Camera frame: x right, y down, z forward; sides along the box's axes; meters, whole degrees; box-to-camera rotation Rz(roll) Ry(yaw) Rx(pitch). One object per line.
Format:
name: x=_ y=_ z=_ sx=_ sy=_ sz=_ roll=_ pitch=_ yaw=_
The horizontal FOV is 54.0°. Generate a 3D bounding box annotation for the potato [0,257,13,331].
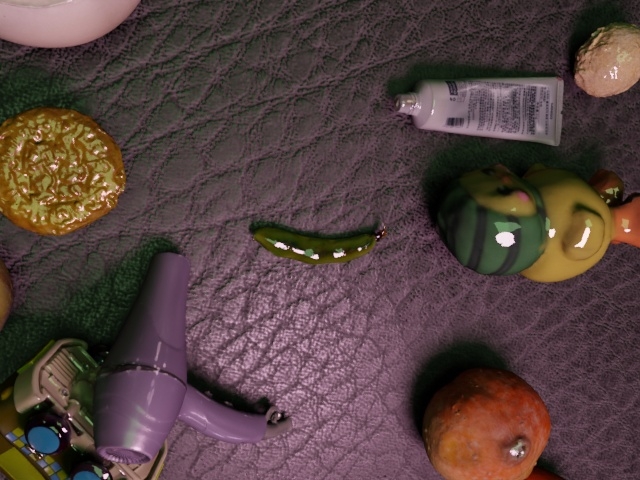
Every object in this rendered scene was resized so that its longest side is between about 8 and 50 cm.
potato: x=-0.539 y=0.104 z=0.843 sx=0.174 sy=0.159 sz=0.251 roll=44 pitch=93 yaw=9

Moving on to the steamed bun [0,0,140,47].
steamed bun: x=-0.369 y=-0.414 z=0.807 sx=0.324 sy=0.206 sz=0.324 roll=-1 pitch=96 yaw=-13

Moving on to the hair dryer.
hair dryer: x=-0.168 y=0.217 z=0.958 sx=0.361 sy=0.121 sz=0.301 roll=42 pitch=40 yaw=-38

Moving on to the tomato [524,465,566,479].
tomato: x=0.367 y=0.523 z=1.113 sx=0.260 sy=0.180 sz=0.260 roll=-3 pitch=98 yaw=-23

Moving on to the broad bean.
broad bean: x=0.001 y=0.005 z=1.036 sx=0.227 sy=0.039 sz=0.069 roll=-4 pitch=103 yaw=-15

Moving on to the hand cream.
hand cream: x=0.281 y=-0.229 z=1.081 sx=0.340 sy=0.078 sz=0.124 roll=-2 pitch=95 yaw=-23

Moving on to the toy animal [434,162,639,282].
toy animal: x=0.357 y=-0.023 z=1.050 sx=0.338 sy=0.216 sz=0.191 roll=-2 pitch=123 yaw=-12

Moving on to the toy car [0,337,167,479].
toy car: x=-0.369 y=0.286 z=0.910 sx=0.198 sy=0.204 sz=0.248 roll=-34 pitch=104 yaw=15

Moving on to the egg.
egg: x=0.511 y=-0.318 z=1.104 sx=0.140 sy=0.118 sz=0.116 roll=-46 pitch=62 yaw=3

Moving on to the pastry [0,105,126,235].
pastry: x=-0.374 y=-0.096 z=0.891 sx=0.188 sy=0.103 sz=0.189 roll=-2 pitch=96 yaw=-15

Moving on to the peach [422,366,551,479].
peach: x=0.282 y=0.320 z=1.046 sx=0.232 sy=0.232 sz=0.232 roll=-2 pitch=96 yaw=-15
